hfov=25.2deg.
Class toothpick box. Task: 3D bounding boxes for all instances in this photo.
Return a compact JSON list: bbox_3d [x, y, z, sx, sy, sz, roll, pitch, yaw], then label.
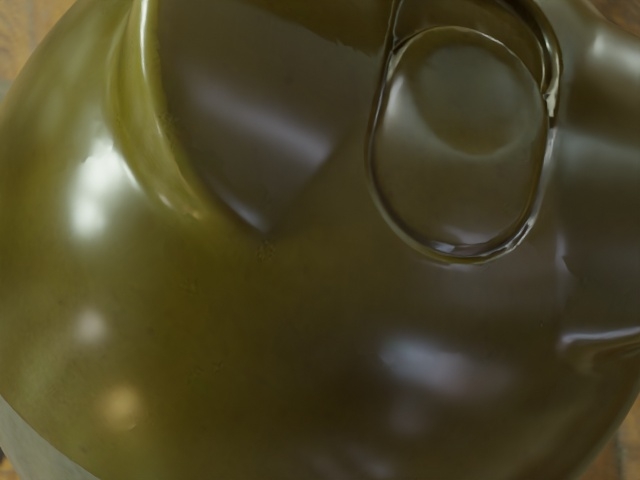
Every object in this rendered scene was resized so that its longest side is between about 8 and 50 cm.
[{"bbox_3d":[0.000,0.000,0.847,0.425,0.409,0.408,136,126,-60],"label":"toothpick box"}]
